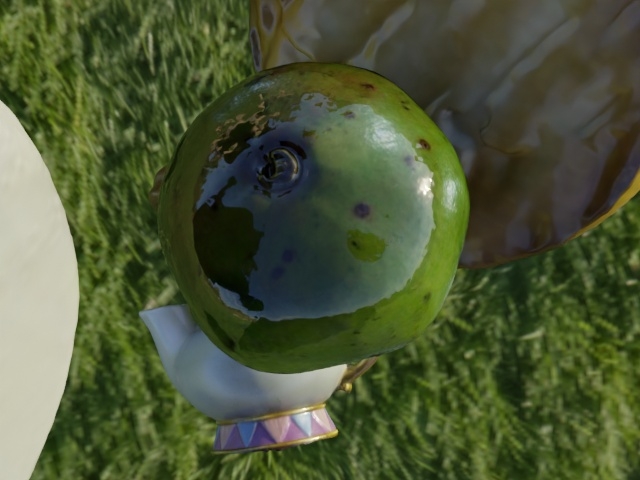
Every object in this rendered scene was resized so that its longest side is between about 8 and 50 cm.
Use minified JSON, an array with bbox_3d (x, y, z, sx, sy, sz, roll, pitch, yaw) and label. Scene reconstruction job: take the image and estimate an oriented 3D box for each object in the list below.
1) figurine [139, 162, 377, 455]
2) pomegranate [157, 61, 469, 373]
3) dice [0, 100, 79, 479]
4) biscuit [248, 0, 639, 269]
[{"bbox_3d":[-0.051,0.029,1.089,0.189,0.142,0.264,-8,86,2],"label":"figurine"},{"bbox_3d":[0.002,-0.001,0.838,0.187,0.225,0.187,-4,65,9],"label":"pomegranate"},{"bbox_3d":[-0.277,0.041,0.596,0.243,0.251,0.259,16,54,23],"label":"dice"},{"bbox_3d":[0.092,-0.131,0.880,0.296,0.102,0.296,11,112,27],"label":"biscuit"}]
